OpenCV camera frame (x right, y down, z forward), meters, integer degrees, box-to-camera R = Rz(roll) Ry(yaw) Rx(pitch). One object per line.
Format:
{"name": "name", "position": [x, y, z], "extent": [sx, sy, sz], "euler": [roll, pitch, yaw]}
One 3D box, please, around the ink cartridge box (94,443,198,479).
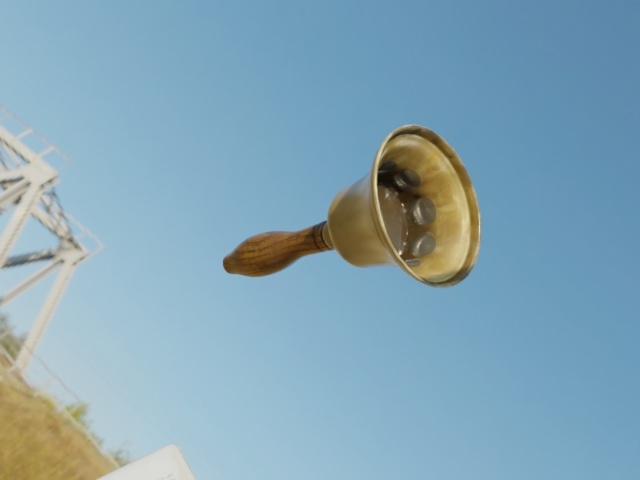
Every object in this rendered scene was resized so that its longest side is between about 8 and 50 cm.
{"name": "ink cartridge box", "position": [-0.151, 0.362, 0.664], "extent": [0.307, 0.223, 0.129], "euler": [53, -35, 24]}

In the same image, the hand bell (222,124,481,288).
{"name": "hand bell", "position": [0.000, 0.000, 0.691], "extent": [0.242, 0.126, 0.126], "euler": [-18, -71, 43]}
